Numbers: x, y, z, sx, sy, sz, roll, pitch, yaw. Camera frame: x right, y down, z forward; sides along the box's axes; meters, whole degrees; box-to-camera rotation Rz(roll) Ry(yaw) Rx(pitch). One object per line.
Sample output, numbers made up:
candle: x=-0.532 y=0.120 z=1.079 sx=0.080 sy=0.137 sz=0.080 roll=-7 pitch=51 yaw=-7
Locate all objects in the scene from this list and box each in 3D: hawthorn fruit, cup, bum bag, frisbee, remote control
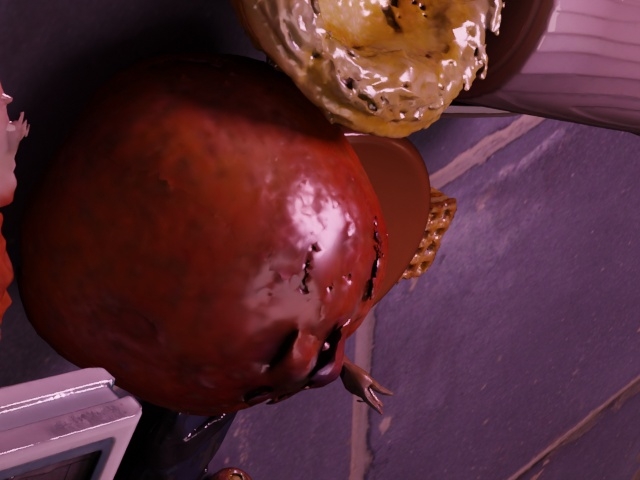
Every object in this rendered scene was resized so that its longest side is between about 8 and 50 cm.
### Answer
hawthorn fruit: x=-0.061 y=0.018 z=1.093 sx=0.276 sy=0.307 sz=0.276 roll=-47 pitch=163 yaw=-19
cup: x=0.210 y=-0.206 z=1.286 sx=0.273 sy=0.288 sz=0.208 roll=4 pitch=93 yaw=-37
bum bag: x=-0.151 y=0.222 z=1.410 sx=0.137 sy=0.074 sz=0.310 roll=-22 pitch=146 yaw=-57
frisbee: x=0.000 y=0.000 z=1.367 sx=0.251 sy=0.021 sz=0.251 roll=-19 pitch=132 yaw=-22
remote control: x=-0.216 y=0.141 z=0.731 sx=0.277 sy=0.055 sz=0.103 roll=-10 pitch=133 yaw=-49

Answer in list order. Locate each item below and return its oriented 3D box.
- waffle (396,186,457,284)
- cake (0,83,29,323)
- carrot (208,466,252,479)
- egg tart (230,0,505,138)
waffle: x=0.069 y=-0.002 z=1.485 sx=0.148 sy=0.042 sz=0.102 roll=-10 pitch=132 yaw=-48
cake: x=-0.334 y=-0.007 z=0.731 sx=0.270 sy=0.269 sz=0.319 roll=-22 pitch=140 yaw=-40
carrot: x=-0.129 y=0.342 z=1.592 sx=0.059 sy=0.059 sz=0.248 roll=-14 pitch=137 yaw=-45
egg tart: x=0.016 y=-0.206 z=1.053 sx=0.288 sy=0.118 sz=0.288 roll=6 pitch=83 yaw=-51
